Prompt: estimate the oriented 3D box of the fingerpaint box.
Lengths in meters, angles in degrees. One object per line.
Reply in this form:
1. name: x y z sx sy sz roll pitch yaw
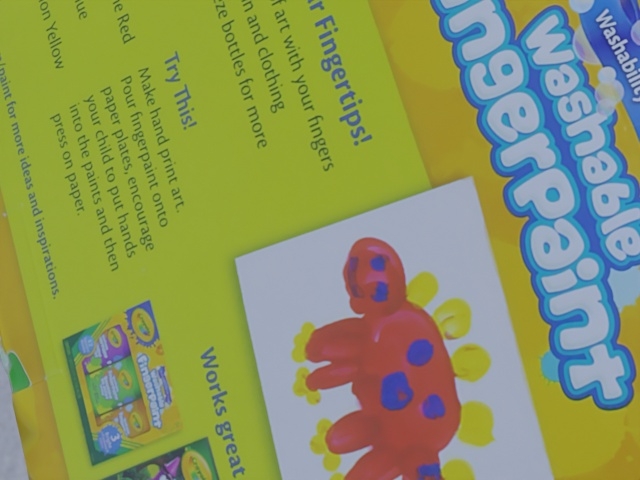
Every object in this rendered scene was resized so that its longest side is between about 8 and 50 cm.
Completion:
1. fingerpaint box: 0.022 -0.020 0.692 0.163 0.371 0.445 20 49 -63
